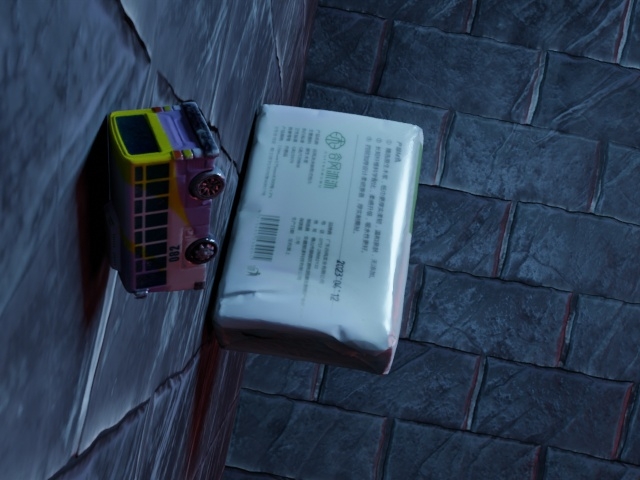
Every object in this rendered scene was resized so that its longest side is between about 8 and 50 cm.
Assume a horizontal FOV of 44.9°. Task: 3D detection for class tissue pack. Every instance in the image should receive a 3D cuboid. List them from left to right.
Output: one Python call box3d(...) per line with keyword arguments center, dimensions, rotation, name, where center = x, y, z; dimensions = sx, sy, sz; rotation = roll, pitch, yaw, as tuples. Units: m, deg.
box3d(center=(0.000, 0.000, 1.149), dimensions=(0.194, 0.266, 0.356), rotation=(90, 10, -66), name="tissue pack")

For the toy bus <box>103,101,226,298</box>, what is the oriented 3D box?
box3d(center=(-0.087, -0.018, 0.420), dimensions=(0.102, 0.058, 0.052), rotation=(103, -31, -42), name="toy bus")
